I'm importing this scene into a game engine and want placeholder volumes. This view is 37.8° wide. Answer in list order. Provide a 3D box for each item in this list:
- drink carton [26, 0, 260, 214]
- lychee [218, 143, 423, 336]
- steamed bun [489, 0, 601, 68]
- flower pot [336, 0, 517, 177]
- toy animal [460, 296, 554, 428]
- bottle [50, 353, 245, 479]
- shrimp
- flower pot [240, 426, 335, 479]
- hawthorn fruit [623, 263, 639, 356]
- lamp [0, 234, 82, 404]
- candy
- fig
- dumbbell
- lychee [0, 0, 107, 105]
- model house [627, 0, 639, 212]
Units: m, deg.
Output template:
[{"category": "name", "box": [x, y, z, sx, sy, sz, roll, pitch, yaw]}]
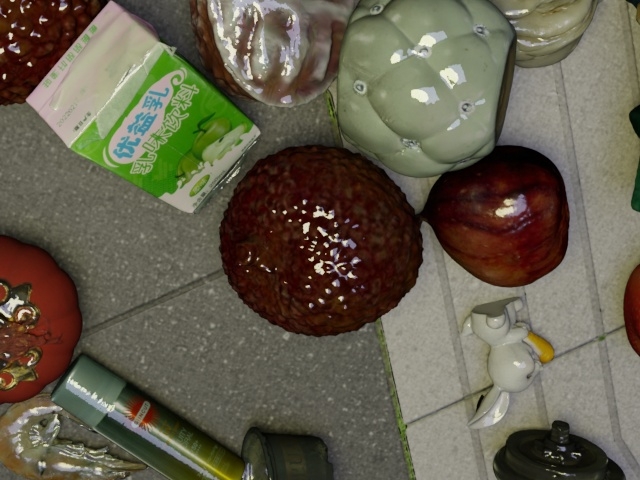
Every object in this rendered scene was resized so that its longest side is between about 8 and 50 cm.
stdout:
[{"category": "drink carton", "box": [-0.199, -0.151, 1.140, 0.161, 0.271, 0.108, -49, 62, 4]}, {"category": "lychee", "box": [0.000, 0.000, 1.217, 0.261, 0.260, 0.260, -1, 102, -7]}, {"category": "steamed bun", "box": [0.281, -0.341, 1.224, 0.211, 0.144, 0.217, 15, 100, -10]}, {"category": "flower pot", "box": [0.134, -0.200, 1.162, 0.195, 0.246, 0.246, 10, 101, 14]}, {"category": "toy animal", "box": [0.269, 0.181, 1.372, 0.127, 0.131, 0.181, -11, 97, 28]}, {"category": "bottle", "box": [-0.242, 0.269, 1.319, 0.286, 0.082, 0.082, 37, 95, -12]}, {"category": "shrimp", "box": [-0.351, 0.287, 1.332, 0.224, 0.047, 0.126, 11, 90, -8]}, {"category": "flower pot", "box": [-0.045, 0.343, 1.331, 0.107, 0.157, 0.157, 2, 102, -20]}, {"category": "hawthorn fruit", "box": [0.513, 0.088, 1.339, 0.169, 0.169, 0.188, -18, 100, -3]}, {"category": "lamp", "box": [-0.422, 0.104, 1.198, 0.227, 0.227, 0.226, -1, 102, -7]}, {"category": "candy", "box": [-0.057, -0.314, 1.184, 0.214, 0.157, 0.289, 3, 96, -26]}, {"category": "fig", "box": [0.211, -0.041, 1.276, 0.250, 0.203, 0.186, 7, 66, 25]}, {"category": "dumbbell", "box": [0.342, 0.403, 1.364, 0.192, 0.192, 0.289, 1, 101, -7]}, {"category": "lychee", "box": [-0.402, -0.285, 1.097, 0.300, 0.264, 0.264, 11, 101, 9]}, {"category": "model house", "box": [0.554, -0.216, 1.217, 0.343, 0.334, 0.382, 5, 106, 3]}]
